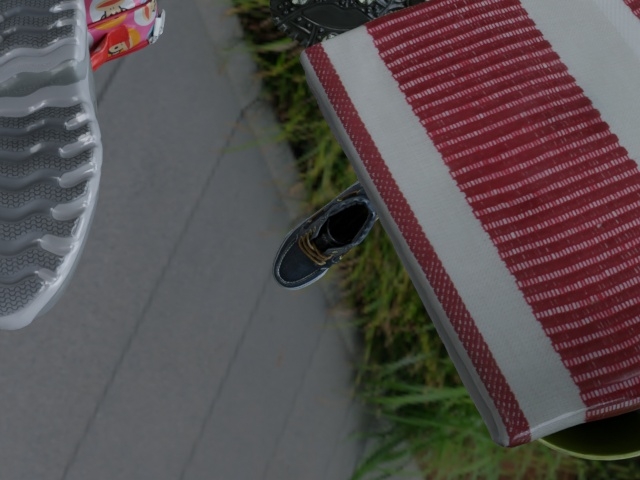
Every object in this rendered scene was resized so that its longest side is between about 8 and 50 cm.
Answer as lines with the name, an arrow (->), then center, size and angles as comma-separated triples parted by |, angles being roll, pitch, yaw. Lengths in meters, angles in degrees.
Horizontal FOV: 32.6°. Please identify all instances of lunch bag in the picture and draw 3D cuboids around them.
lunch bag -> -0.373, -0.324, 1.512 | 0.120, 0.293, 0.258 | 94, -29, -66

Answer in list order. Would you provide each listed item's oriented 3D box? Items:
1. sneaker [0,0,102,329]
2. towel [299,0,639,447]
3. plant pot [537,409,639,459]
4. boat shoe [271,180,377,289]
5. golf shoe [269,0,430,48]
sneaker -> -0.190, -0.056, 0.761 | 0.115, 0.105, 0.281 | 86, 3, -56
towel -> 0.181, -0.053, 0.529 | 0.037, 0.329, 0.237 | 90, -22, -55
plant pot -> 0.343, 0.143, 1.386 | 0.293, 0.274, 0.275 | 51, 52, -73
boat shoe -> 0.000, 0.000, 1.253 | 0.183, 0.065, 0.083 | -44, -178, 24
golf shoe -> 0.068, -0.291, 1.375 | 0.120, 0.272, 0.105 | -107, -160, -62
